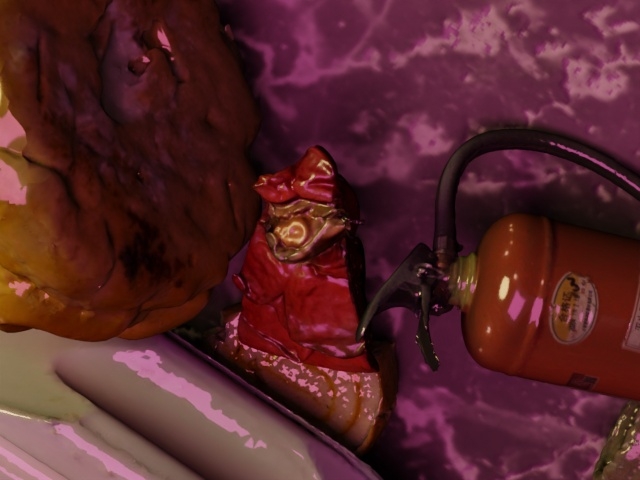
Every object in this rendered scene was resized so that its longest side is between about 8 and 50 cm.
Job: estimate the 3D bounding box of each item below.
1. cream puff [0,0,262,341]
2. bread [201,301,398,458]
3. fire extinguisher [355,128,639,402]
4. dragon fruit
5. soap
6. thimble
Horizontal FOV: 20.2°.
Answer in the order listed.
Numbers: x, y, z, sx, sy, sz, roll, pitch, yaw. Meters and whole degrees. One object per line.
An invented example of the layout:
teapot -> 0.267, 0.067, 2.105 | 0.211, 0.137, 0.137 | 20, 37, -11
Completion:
cream puff -> -0.210, -0.079, 1.250 | 0.257, 0.291, 0.324 | -9, 125, 35
bread -> -0.018, 0.102, 1.363 | 0.156, 0.064, 0.117 | 30, 105, 3
fire extinguisher -> 0.215, 0.035, 1.264 | 0.376, 0.200, 0.113 | 11, 127, -5
dragon fruit -> 0.012, 0.012, 1.242 | 0.092, 0.122, 0.192 | 37, 148, 29
soap -> -0.136, 0.209, 1.334 | 0.446, 0.156, 0.261 | 33, 130, 0
thimble -> 0.248, 0.145, 1.314 | 0.062, 0.084, 0.110 | 27, 96, 1
